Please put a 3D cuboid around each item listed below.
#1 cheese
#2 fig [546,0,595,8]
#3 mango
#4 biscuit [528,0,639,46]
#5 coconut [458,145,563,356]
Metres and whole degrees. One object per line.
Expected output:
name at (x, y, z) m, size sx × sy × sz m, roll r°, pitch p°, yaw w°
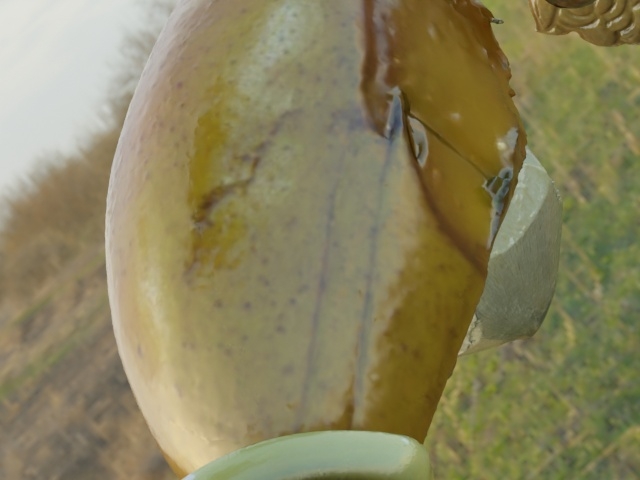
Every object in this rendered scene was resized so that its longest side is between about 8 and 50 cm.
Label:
cheese at (-0.043, 0.107, 0.503) m, size 0.162 × 0.086 × 0.036 m, roll 0°, pitch 13°, yaw -5°
fig at (0.121, -0.158, 0.779) m, size 0.050 × 0.083 × 0.050 m, roll -30°, pitch 43°, yaw 33°
mango at (0.000, 0.000, 0.719) m, size 0.199 × 0.201 × 0.350 m, roll -6°, pitch 57°, yaw 22°
biscuit at (0.269, -0.235, 1.396) m, size 0.162 × 0.250 × 0.035 m, roll 97°, pitch -168°, yaw -63°
coconut at (0.117, -0.005, 1.403) m, size 0.245 × 0.247 × 0.245 m, roll -51°, pitch -12°, yaw -15°
